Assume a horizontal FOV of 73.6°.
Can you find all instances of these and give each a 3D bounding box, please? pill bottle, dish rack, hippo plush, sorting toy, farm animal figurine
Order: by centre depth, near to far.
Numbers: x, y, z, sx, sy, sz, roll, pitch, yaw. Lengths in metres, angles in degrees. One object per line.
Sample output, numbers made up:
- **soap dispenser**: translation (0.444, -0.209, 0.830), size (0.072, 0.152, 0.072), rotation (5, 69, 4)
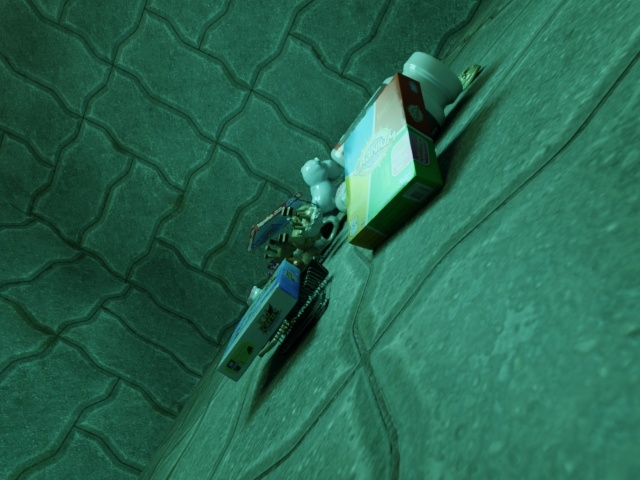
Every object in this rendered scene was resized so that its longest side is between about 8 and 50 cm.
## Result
- **dish rack**: translation (-0.057, 0.169, 1.102), size (0.208, 0.074, 0.271), rotation (-54, 6, 13)
- **pill bottle**: translation (0.214, -0.323, 1.208), size (0.362, 0.210, 0.210), rotation (-53, 5, 9)
- **sorting toy**: translation (-0.149, 0.280, 1.348), size (0.274, 0.046, 0.132), rotation (-48, 8, 45)
- **farm animal figurine**: translation (-0.073, 0.010, 1.577), size (0.330, 0.172, 0.326), rotation (-136, 59, -64)
- **hippo plush**: translation (-0.005, -0.218, 1.824), size (0.294, 0.236, 0.234), rotation (-17, -9, -34)

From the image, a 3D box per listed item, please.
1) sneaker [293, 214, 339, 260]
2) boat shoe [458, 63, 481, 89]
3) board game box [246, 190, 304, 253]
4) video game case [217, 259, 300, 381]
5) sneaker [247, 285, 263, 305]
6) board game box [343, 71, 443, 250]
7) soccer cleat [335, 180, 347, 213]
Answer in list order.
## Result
- **sneaker**: translation (-0.037, 0.017, 1.729), size (0.305, 0.114, 0.152), rotation (-53, 4, 3)
- **boat shoe**: translation (0.426, -0.486, 1.302), size (0.056, 0.048, 0.153), rotation (-55, 5, -18)
- **board game box**: translation (-0.172, -0.072, 1.647), size (0.281, 0.027, 0.145), rotation (-42, -16, -38)
- **video game case**: translation (-0.145, 0.187, 1.082), size (0.244, 0.061, 0.269), rotation (-53, 8, 7)
- **sneaker**: translation (-0.233, 0.282, 1.854), size (0.252, 0.111, 0.102), rotation (73, -143, -69)
- **board game box**: translation (0.141, -0.173, 0.940), size (0.242, 0.064, 0.316), rotation (-49, 33, 46)
- **soccer cleat**: translation (0.117, -0.156, 1.490), size (0.143, 0.116, 0.331), rotation (-56, 6, -29)
